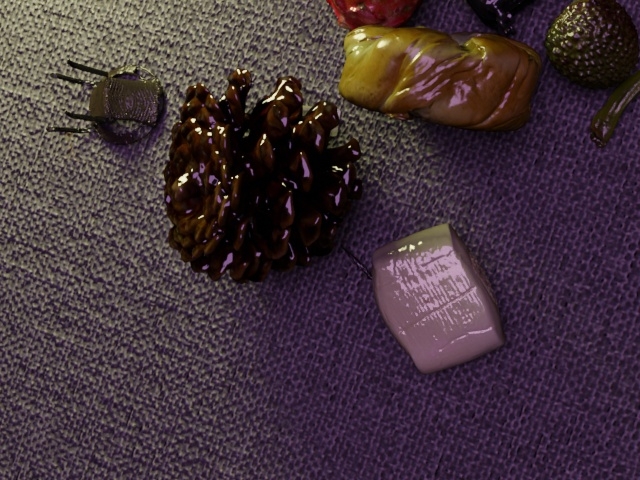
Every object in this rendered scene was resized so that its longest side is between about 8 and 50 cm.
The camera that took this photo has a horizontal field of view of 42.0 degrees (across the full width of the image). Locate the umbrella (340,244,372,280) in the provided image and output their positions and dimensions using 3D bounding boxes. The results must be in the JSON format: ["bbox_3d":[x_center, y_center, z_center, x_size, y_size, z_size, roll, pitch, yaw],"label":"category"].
[{"bbox_3d":[0.082,0.052,1.616,0.122,0.013,0.022,50,120,11],"label":"umbrella"}]

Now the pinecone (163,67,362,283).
[{"bbox_3d":[-0.105,-0.122,1.516,0.398,0.398,0.397,-1,86,15],"label":"pinecone"}]

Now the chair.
[{"bbox_3d":[-0.449,-0.292,1.747,0.213,0.149,0.174,5,83,-27],"label":"chair"}]

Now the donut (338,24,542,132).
[{"bbox_3d":[0.215,-0.286,1.450,0.360,0.360,0.170,13,104,15],"label":"donut"}]

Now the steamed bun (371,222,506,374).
[{"bbox_3d":[0.209,0.103,1.505,0.200,0.155,0.250,-25,86,15],"label":"steamed bun"}]

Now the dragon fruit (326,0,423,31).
[{"bbox_3d":[0.106,-0.483,1.526,0.210,0.268,0.205,22,83,-10],"label":"dragon fruit"}]

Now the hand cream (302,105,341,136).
[{"bbox_3d":[-0.043,-0.244,1.666,0.165,0.037,0.057,8,88,8],"label":"hand cream"}]

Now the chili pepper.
[{"bbox_3d":[0.554,-0.259,1.499,0.201,0.050,0.052,-47,40,9],"label":"chili pepper"}]

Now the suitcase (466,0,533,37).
[{"bbox_3d":[0.316,-0.543,1.537,0.202,0.128,0.312,-37,78,10],"label":"suitcase"}]

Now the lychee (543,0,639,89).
[{"bbox_3d":[0.479,-0.344,1.471,0.171,0.171,0.171,-1,86,15],"label":"lychee"}]
